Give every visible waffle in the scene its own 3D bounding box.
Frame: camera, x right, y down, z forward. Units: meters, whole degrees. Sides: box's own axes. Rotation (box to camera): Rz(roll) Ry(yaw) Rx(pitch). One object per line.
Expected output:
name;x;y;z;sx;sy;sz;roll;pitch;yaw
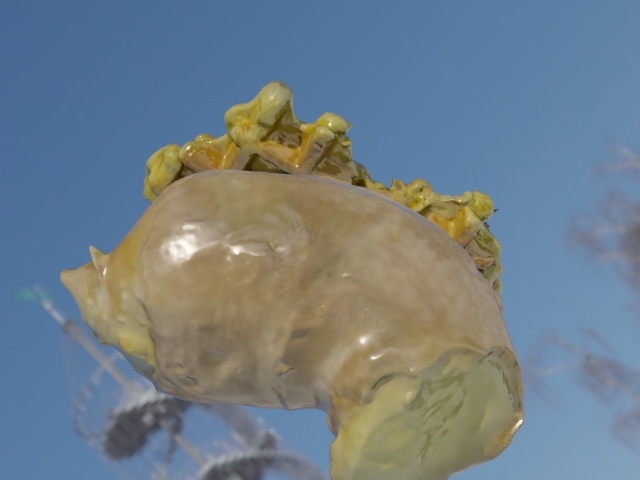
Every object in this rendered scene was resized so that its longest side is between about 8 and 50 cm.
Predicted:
waffle;0.006;0.006;1.319;0.282;0.301;0.058;-24;35;36

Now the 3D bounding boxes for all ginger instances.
ginger;-0.009;0.040;0.920;0.138;0.267;0.152;97;-163;-50
